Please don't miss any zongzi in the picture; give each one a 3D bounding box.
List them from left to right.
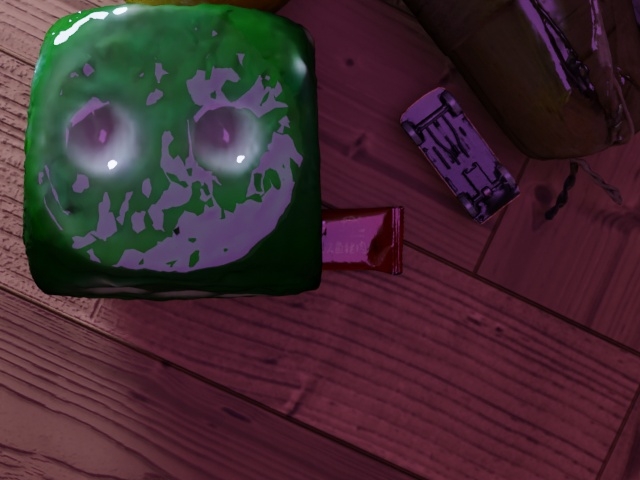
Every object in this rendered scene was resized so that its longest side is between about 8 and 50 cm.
[{"bbox_3d":[0.326,-0.334,1.442,0.467,0.218,0.500,-40,97,-13],"label":"zongzi"}]

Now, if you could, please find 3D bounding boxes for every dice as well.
[{"bbox_3d":[-0.148,-0.080,1.345,0.300,0.297,0.287,0,86,-1],"label":"dice"}]

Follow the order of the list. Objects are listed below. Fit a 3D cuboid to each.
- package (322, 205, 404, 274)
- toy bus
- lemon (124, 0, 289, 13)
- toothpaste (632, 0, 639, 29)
[{"bbox_3d":[0.000,0.000,1.505,0.200,0.022,0.083,0,91,-5],"label":"package"},{"bbox_3d":[0.161,-0.102,1.495,0.069,0.074,0.162,-37,97,4],"label":"toy bus"},{"bbox_3d":[-0.120,-0.371,1.354,0.297,0.297,0.297,0,92,-6],"label":"lemon"},{"bbox_3d":[0.466,-0.214,1.541,0.096,0.061,0.266,-46,102,-4],"label":"toothpaste"}]
